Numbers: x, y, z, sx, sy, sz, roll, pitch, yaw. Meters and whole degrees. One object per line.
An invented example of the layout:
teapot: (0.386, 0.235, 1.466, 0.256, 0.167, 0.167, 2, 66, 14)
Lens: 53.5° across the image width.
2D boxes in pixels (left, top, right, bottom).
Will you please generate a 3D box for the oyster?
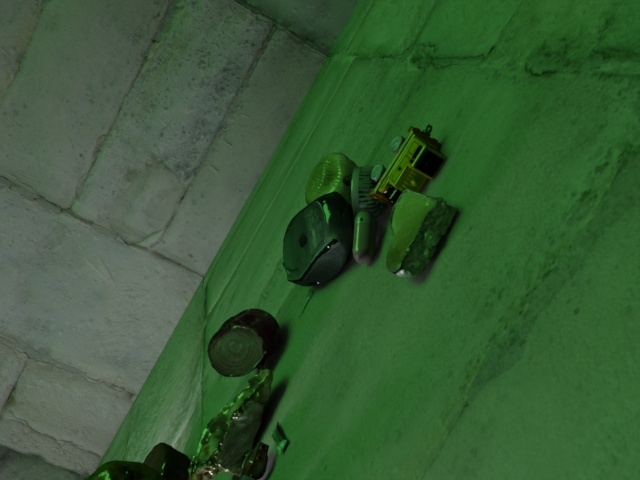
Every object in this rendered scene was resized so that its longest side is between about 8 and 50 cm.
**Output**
oyster: (-0.213, 0.480, 1.593, 0.166, 0.110, 0.341, -8, 53, 64)

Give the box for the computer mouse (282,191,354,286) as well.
computer mouse: (0.003, 0.002, 1.639, 0.374, 0.114, 0.203, 140, 124, -61)

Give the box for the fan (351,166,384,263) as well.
fan: (0.105, -0.061, 1.493, 0.130, 0.074, 0.244, 62, -149, -58)

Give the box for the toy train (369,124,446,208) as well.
toy train: (0.193, -0.155, 1.405, 0.219, 0.089, 0.127, -57, 27, 13)

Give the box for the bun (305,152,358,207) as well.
bun: (0.050, -0.148, 1.768, 0.193, 0.128, 0.178, 18, 81, 62)

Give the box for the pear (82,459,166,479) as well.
pear: (-0.541, 0.791, 1.672, 0.352, 0.352, 0.413, -169, 94, -73)

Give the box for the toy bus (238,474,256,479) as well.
toy bus: (-0.186, 0.604, 1.237, 0.297, 0.131, 0.106, -49, 18, 12)

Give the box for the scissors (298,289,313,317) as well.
scissors: (-0.041, 0.174, 1.732, 0.083, 0.006, 0.036, -64, 18, -7)

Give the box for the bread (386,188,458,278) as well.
bread: (0.196, -0.031, 1.235, 0.172, 0.064, 0.232, -47, 24, 42)

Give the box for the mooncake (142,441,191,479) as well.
mooncake: (-0.491, 0.757, 1.977, 0.228, 0.124, 0.228, -48, 23, 27)

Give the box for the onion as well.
onion: (-0.207, 0.281, 1.787, 0.200, 0.201, 0.207, -97, 25, -63)

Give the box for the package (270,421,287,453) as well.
package: (-0.095, 0.448, 1.442, 0.037, 0.015, 0.110, -64, 15, -2)

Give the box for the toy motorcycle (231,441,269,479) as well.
toy motorcycle: (-0.154, 0.535, 1.372, 0.118, 0.084, 0.212, -58, 10, 45)
